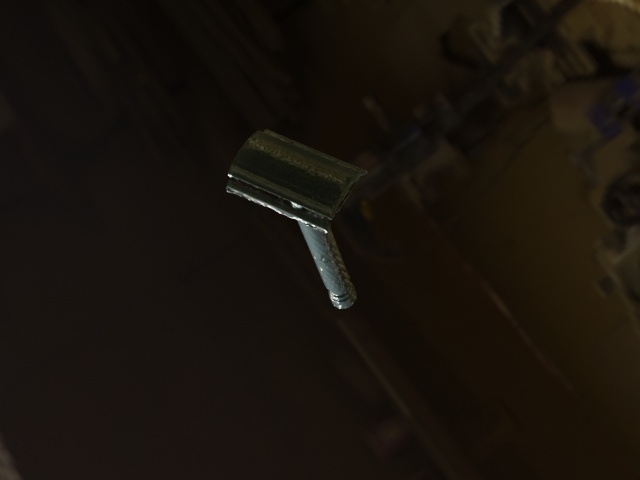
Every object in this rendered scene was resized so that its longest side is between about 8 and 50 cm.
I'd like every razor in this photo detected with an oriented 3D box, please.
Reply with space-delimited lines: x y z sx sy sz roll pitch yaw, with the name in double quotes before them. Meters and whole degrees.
"razor" 0.000 0.000 1.382 0.106 0.068 0.232 24 158 26
